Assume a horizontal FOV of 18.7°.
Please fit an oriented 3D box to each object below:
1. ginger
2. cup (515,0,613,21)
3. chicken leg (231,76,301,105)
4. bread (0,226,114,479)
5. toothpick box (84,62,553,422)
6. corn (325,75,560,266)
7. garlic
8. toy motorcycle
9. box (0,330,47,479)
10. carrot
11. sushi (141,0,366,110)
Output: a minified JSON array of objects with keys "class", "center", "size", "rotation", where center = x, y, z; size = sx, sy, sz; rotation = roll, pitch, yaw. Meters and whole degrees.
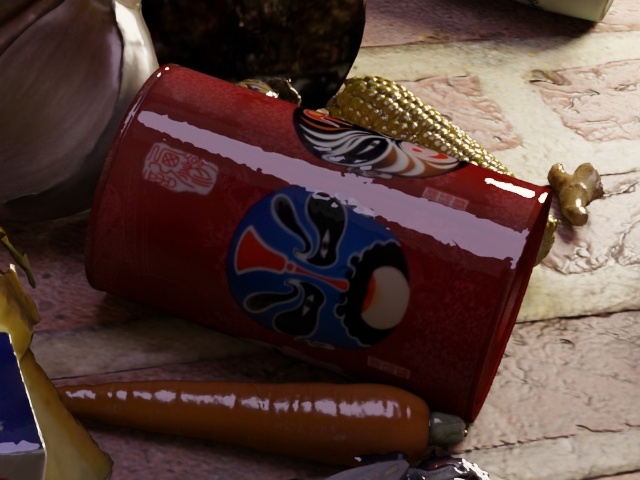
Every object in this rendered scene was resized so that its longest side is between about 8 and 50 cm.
[{"class":"ginger","center":[0.250,-0.046,1.870],"size":[0.048,0.030,0.097],"rotation":[-19,35,4]},{"class":"cup","center":[0.244,-0.356,2.203],"size":[0.234,0.186,0.258],"rotation":[27,9,6]},{"class":"chicken leg","center":[-0.039,-0.087,1.763],"size":[0.196,0.125,0.080],"rotation":[2,11,-16]},{"class":"bread","center":[-0.249,0.083,1.318],"size":[0.279,0.315,0.248],"rotation":[21,36,-5]},{"class":"toothpick box","center":[0.000,0.000,1.583],"size":[0.333,0.204,0.204],"rotation":[19,36,10]},{"class":"corn","center":[0.109,-0.065,1.802],"size":[0.260,0.091,0.091],"rotation":[37,36,28]},{"class":"garlic","center":[-0.251,-0.137,1.683],"size":[0.237,0.292,0.210],"rotation":[36,10,-9]},{"class":"toy motorcycle","center":[0.058,0.212,1.413],"size":[0.215,0.080,0.122],"rotation":[-12,41,-36]},{"class":"box","center":[-0.280,0.203,1.129],"size":[0.200,0.299,0.106],"rotation":[-4,39,-21]},{"class":"carrot","center":[-0.053,0.138,1.505],"size":[0.336,0.069,0.069],"rotation":[4,36,-2]},{"class":"sushi","center":[-0.105,-0.289,1.866],"size":[0.299,0.294,0.281],"rotation":[25,35,34]}]
